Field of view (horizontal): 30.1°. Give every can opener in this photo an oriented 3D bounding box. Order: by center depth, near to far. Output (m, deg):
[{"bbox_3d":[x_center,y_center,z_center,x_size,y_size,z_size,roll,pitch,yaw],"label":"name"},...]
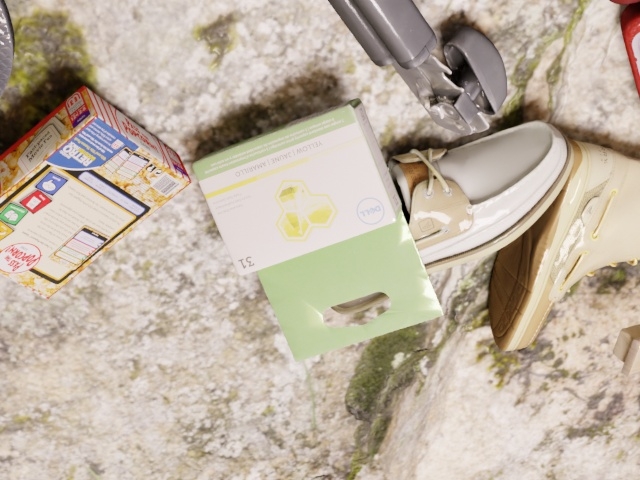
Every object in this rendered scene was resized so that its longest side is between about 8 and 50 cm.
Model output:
[{"bbox_3d":[0.083,-0.208,1.114,0.095,0.076,0.283,-53,126,-17],"label":"can opener"}]

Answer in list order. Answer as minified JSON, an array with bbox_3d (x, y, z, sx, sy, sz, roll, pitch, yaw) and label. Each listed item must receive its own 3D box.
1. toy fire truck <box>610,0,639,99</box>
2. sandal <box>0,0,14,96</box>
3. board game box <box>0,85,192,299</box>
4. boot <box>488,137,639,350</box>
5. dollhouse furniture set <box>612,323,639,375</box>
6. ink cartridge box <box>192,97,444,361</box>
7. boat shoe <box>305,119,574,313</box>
[{"bbox_3d":[0.407,-0.226,1.132,0.254,0.169,0.302,-15,128,19],"label":"toy fire truck"},{"bbox_3d":[-0.327,-0.129,1.060,0.097,0.054,0.254,3,134,-16],"label":"sandal"},{"bbox_3d":[-0.241,-0.039,1.119,0.193,0.045,0.147,-37,143,11],"label":"board game box"},{"bbox_3d":[0.307,0.016,1.304,0.203,0.095,0.262,5,120,-20],"label":"boot"},{"bbox_3d":[0.524,0.016,1.242,0.355,0.174,0.303,-12,128,-31],"label":"dollhouse furniture set"},{"bbox_3d":[0.000,0.000,1.153,0.171,0.056,0.235,-19,101,16],"label":"ink cartridge box"},{"bbox_3d":[0.111,-0.036,1.200,0.302,0.113,0.103,-33,131,10],"label":"boat shoe"}]
